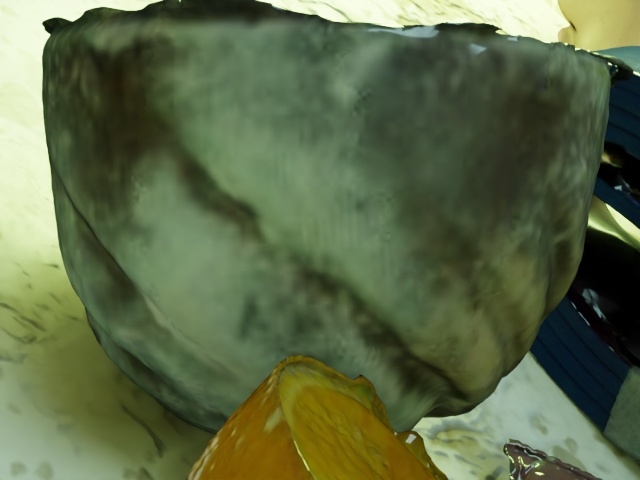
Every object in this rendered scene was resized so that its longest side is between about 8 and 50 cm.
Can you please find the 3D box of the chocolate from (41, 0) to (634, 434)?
[{"bbox_3d":[0.000,0.000,0.889,0.303,0.213,0.303,5,-1,0],"label":"chocolate"}]

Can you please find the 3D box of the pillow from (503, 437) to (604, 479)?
[{"bbox_3d":[0.178,0.186,0.994,0.185,0.043,0.118,24,40,-16],"label":"pillow"}]

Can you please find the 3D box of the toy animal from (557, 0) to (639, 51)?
[{"bbox_3d":[0.305,-0.163,1.487,0.248,0.149,0.165,43,15,-13],"label":"toy animal"}]

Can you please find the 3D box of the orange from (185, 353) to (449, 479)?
[{"bbox_3d":[0.054,0.197,0.660,0.310,0.274,0.274,15,12,42],"label":"orange"}]

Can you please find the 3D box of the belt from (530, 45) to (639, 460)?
[{"bbox_3d":[0.240,0.022,1.107,0.347,0.212,0.117,46,31,21],"label":"belt"}]
